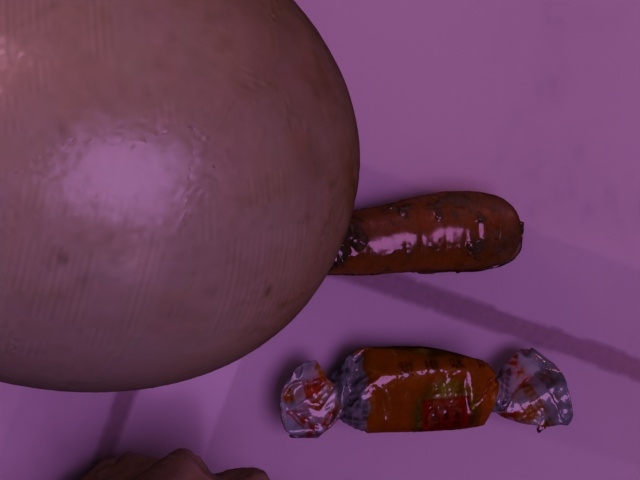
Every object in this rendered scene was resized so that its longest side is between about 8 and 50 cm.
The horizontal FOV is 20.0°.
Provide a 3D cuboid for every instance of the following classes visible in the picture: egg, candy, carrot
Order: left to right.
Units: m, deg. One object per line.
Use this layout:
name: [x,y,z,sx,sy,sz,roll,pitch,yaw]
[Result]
egg: [-0.128,-0.040,0.837,0.295,0.218,0.218,3,101,-13]
carrot: [0.000,0.000,1.006,0.254,0.049,0.049,-4,104,-20]
candy: [0.060,0.086,1.050,0.182,0.046,0.053,2,104,-21]

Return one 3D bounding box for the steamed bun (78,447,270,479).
steamed bun: [-0.085,0.194,0.976,0.177,0.106,0.192,29,97,-32]
